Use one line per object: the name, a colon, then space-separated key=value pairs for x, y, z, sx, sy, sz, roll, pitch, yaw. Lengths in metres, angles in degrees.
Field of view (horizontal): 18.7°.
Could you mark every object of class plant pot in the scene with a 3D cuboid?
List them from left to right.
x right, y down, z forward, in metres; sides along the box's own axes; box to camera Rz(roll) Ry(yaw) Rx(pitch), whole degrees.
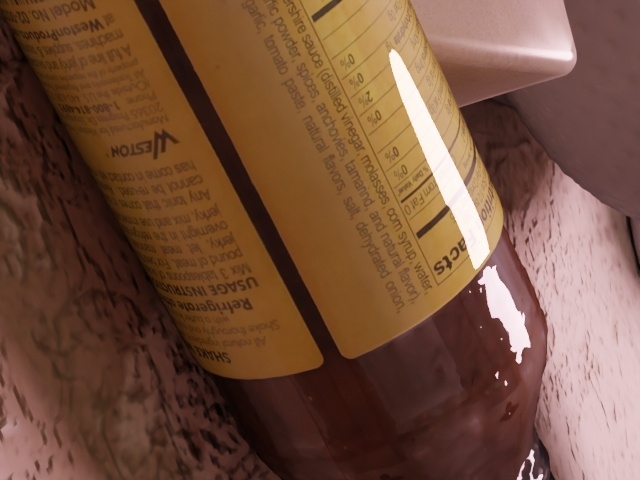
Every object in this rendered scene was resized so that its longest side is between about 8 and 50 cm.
plant pot: x=0.009 y=-0.096 z=0.677 sx=0.096 sy=0.109 sz=0.109 roll=-9 pitch=85 yaw=-52

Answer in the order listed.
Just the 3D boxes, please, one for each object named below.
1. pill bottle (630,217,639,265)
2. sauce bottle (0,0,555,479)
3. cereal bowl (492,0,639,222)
pill bottle: x=0.272 y=-0.018 z=1.073 sx=0.108 sy=0.180 sz=0.108 roll=42 pitch=41 yaw=-50
sauce bottle: x=0.000 y=0.000 z=0.597 sx=0.344 sy=0.111 sz=0.111 roll=65 pitch=27 yaw=-24
cereal bowl: x=0.132 y=-0.159 z=0.912 sx=0.339 sy=0.141 sz=0.339 roll=40 pitch=43 yaw=-51
